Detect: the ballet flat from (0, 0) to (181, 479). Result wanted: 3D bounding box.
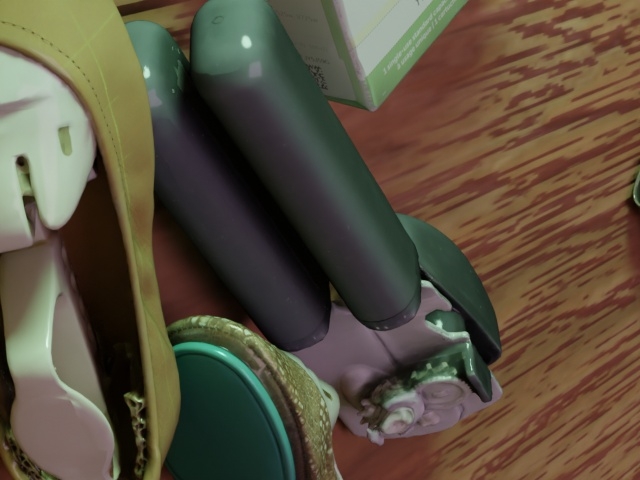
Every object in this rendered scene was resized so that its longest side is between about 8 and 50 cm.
[{"bbox_3d":[-0.083,0.000,0.477,0.073,0.080,0.232,-94,173,-53],"label":"ballet flat"}]

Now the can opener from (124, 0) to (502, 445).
[{"bbox_3d":[0.000,0.000,0.629,0.280,0.074,0.093,52,27,-51],"label":"can opener"}]

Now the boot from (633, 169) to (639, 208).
[{"bbox_3d":[0.210,-0.016,0.929,0.087,0.042,0.118,13,91,-49],"label":"boot"}]

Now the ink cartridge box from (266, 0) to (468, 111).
[{"bbox_3d":[0.016,-0.190,0.574,0.171,0.056,0.235,-50,141,-29],"label":"ink cartridge box"}]

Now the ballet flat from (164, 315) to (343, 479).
[{"bbox_3d":[-0.020,0.091,0.629,0.067,0.073,0.206,-53,150,-40],"label":"ballet flat"}]
